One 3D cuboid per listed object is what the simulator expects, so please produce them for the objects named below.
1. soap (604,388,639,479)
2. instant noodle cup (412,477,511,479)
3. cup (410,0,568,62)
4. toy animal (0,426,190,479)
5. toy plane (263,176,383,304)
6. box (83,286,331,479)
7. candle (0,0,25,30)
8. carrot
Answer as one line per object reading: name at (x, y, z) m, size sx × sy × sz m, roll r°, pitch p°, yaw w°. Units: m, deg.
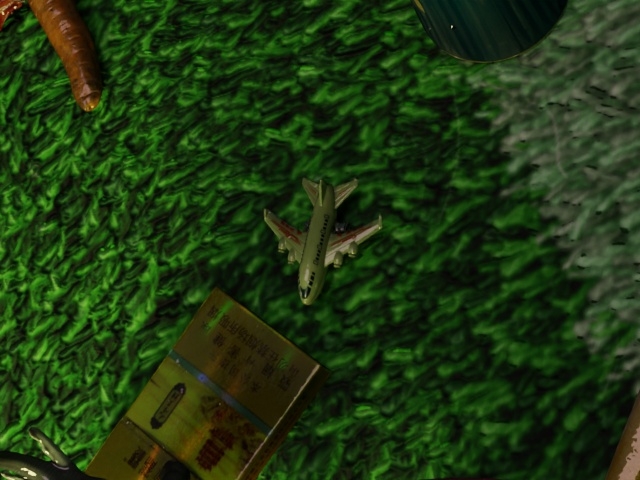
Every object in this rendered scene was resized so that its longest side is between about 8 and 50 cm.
soap at (0.250, 0.220, 0.958) m, size 0.140 × 0.073 × 0.232 m, roll 19°, pitch 82°, yaw 28°
instant noodle cup at (0.057, 0.270, 0.932) m, size 0.235 × 0.235 × 0.178 m, roll -8°, pitch 95°, yaw 21°
cup at (0.108, -0.246, 1.118) m, size 0.131 × 0.155 × 0.176 m, roll -28°, pitch 66°, yaw 12°
toy animal at (-0.127, 0.213, 1.046) m, size 0.269 × 0.137 × 0.082 m, roll 34°, pitch 93°, yaw -2°
toy plane at (0.000, 0.000, 1.151) m, size 0.102 × 0.040 × 0.111 m, roll 2°, pitch 75°, yaw 25°
box at (-0.094, 0.149, 1.150) m, size 0.121 × 0.030 × 0.193 m, roll 35°, pitch 88°, yaw 28°
candle at (-0.351, -0.199, 1.357) m, size 0.162 × 0.048 × 0.053 m, roll -27°, pitch 48°, yaw 13°
carrot at (-0.237, -0.196, 1.314) m, size 0.047 × 0.047 × 0.191 m, roll -30°, pitch 68°, yaw 12°
